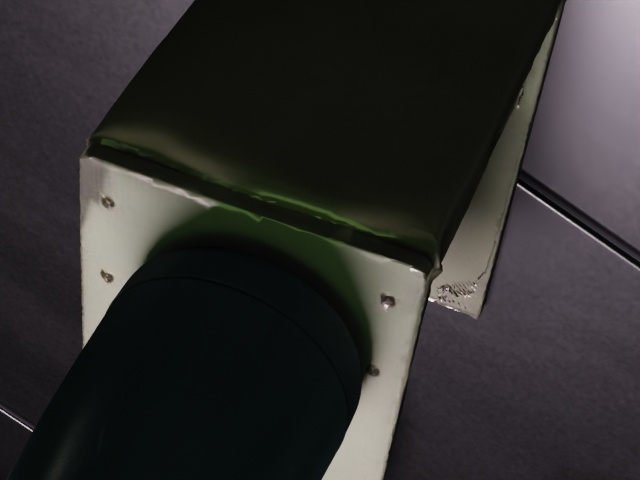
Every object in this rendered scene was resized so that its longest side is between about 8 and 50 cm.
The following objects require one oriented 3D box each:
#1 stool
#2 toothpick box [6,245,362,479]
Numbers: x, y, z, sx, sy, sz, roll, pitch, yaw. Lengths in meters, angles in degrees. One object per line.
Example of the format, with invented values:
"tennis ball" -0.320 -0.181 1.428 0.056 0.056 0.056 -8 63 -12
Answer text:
"stool" 0.000 0.000 0.858 0.170 0.243 0.269 19 135 11
"toothpick box" -0.066 0.100 0.673 0.120 0.184 0.120 15 134 16
